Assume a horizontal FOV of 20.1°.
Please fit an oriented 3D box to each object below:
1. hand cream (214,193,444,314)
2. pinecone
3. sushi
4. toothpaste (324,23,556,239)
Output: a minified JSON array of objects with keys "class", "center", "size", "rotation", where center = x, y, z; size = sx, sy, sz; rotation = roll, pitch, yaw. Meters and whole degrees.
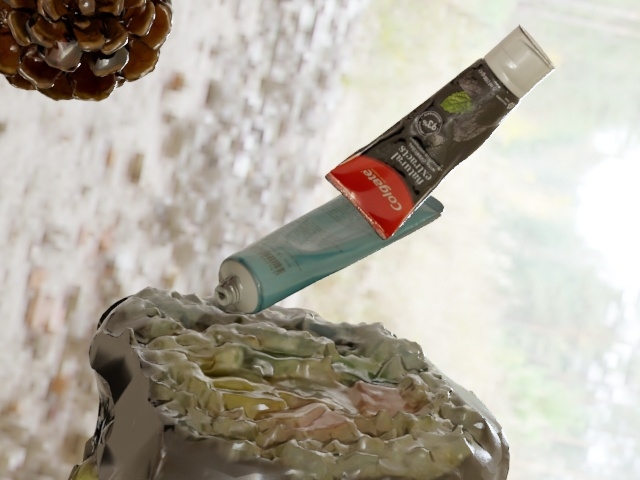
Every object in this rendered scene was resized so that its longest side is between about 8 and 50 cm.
[{"class":"hand cream","center":[0.000,0.000,1.450],"size":[0.224,0.083,0.048],"rotation":[-28,134,-37]},{"class":"pinecone","center":[-0.178,-0.177,1.299],"size":[0.173,0.173,0.174],"rotation":[13,90,-86]},{"class":"sushi","center":[-0.043,0.221,1.457],"size":[0.328,0.328,0.285],"rotation":[-133,-129,-58]},{"class":"toothpaste","center":[0.097,-0.084,1.396],"size":[0.193,0.071,0.045],"rotation":[-40,-173,14]}]
